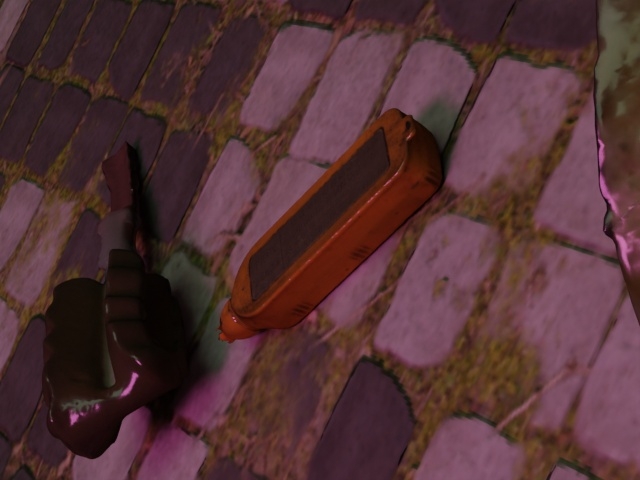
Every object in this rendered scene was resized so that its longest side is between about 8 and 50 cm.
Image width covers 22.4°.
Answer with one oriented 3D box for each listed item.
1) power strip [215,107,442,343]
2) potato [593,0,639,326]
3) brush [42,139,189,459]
[{"bbox_3d":[0.000,0.000,0.847,0.178,0.028,0.049,-44,35,30],"label":"power strip"},{"bbox_3d":[0.169,-0.077,0.540,0.111,0.160,0.272,-5,60,29],"label":"potato"},{"bbox_3d":[-0.125,0.021,1.010,0.084,0.071,0.301,-36,28,14],"label":"brush"}]
